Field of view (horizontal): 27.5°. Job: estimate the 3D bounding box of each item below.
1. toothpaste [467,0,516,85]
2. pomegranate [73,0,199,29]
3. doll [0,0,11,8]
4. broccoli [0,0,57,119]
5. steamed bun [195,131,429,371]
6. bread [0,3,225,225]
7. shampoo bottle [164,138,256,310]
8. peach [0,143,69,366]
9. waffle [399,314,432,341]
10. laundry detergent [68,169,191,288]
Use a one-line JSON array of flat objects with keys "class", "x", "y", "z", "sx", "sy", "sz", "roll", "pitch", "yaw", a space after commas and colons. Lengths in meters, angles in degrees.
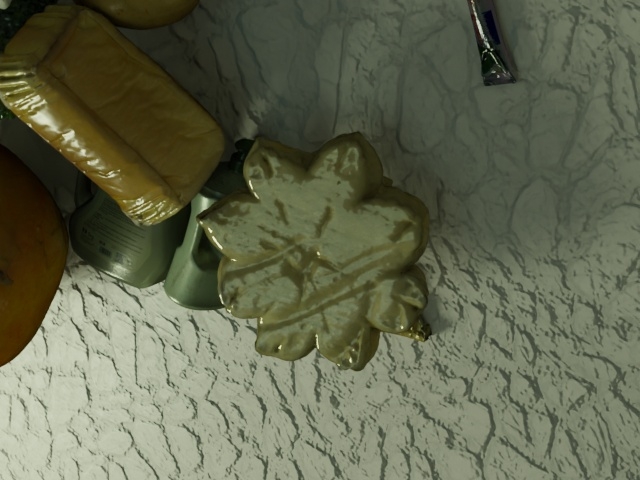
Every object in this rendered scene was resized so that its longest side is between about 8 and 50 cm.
[{"class": "toothpaste", "x": 0.185, "y": -0.257, "z": 1.488, "sx": 0.045, "sy": 0.028, "sz": 0.170, "roll": -1, "pitch": 114, "yaw": 39}, {"class": "pomegranate", "x": -0.207, "y": -0.337, "z": 1.570, "sx": 0.196, "sy": 0.196, "sz": 0.196, "roll": 11, "pitch": 116, "yaw": 23}, {"class": "doll", "x": -0.296, "y": -0.461, "z": 1.474, "sx": 0.423, "sy": 0.161, "sz": 0.348, "roll": -23, "pitch": 78, "yaw": 5}, {"class": "broccoli", "x": -0.501, "y": -0.291, "z": 1.647, "sx": 0.302, "sy": 0.249, "sz": 0.375, "roll": -28, "pitch": 69, "yaw": 17}, {"class": "steamed bun", "x": 0.000, "y": 0.000, "z": 1.596, "sx": 0.295, "sy": 0.137, "sz": 0.292, "roll": 13, "pitch": 105, "yaw": 9}, {"class": "bread", "x": -0.251, "y": -0.152, "z": 1.572, "sx": 0.288, "sy": 0.153, "sz": 0.119, "roll": 43, "pitch": 157, "yaw": -27}, {"class": "shampoo bottle", "x": -0.124, "y": -0.027, "z": 1.694, "sx": 0.087, "sy": 0.118, "sz": 0.234, "roll": 43, "pitch": 127, "yaw": 35}, {"class": "peach", "x": -0.497, "y": 0.024, "z": 1.785, "sx": 0.372, "sy": 0.289, "sz": 0.373, "roll": 41, "pitch": 147, "yaw": 34}, {"class": "waffle", "x": 0.098, "y": 0.052, "z": 1.670, "sx": 0.097, "sy": 0.023, "sz": 0.153, "roll": 9, "pitch": 113, "yaw": 20}, {"class": "laundry detergent", "x": -0.248, "y": -0.072, "z": 1.752, "sx": 0.181, "sy": 0.091, "sz": 0.253, "roll": 27, "pitch": 121, "yaw": 18}]
